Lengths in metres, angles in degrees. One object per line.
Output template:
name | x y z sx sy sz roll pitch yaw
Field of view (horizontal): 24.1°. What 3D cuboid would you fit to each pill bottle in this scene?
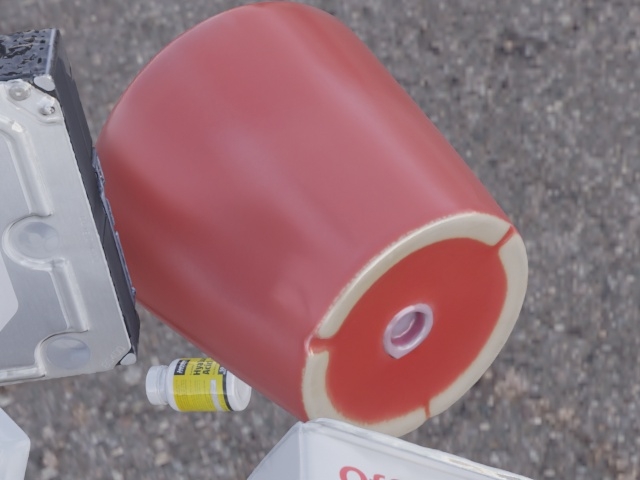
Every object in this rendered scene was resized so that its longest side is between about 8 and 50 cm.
pill bottle | -0.147 0.173 1.792 0.116 0.065 0.065 -3 46 18

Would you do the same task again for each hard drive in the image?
hard drive | -0.301 0.003 0.935 0.339 0.237 0.064 -8 39 1

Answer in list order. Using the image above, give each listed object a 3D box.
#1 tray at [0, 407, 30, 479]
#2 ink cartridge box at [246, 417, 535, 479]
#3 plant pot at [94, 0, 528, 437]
tray | -0.419 0.328 1.820 0.030 0.270 0.145 -2 24 -41
ink cartridge box | 0.043 0.202 0.652 0.159 0.092 0.218 20 42 -20
plant pot | 0.000 0.000 1.085 0.275 0.275 0.243 -30 48 -18
